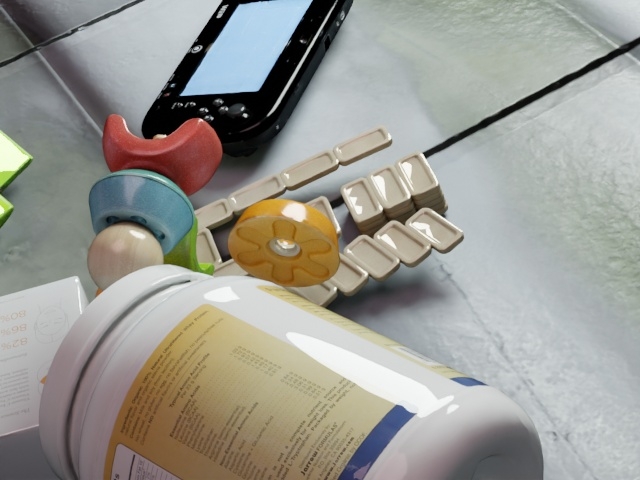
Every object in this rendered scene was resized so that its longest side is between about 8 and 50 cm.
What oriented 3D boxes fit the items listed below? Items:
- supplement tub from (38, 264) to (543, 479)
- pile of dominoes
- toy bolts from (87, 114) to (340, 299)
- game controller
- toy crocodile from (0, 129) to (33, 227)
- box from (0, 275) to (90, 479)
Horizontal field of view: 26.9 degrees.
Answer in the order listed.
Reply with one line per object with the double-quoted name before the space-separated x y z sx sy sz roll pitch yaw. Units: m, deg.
"supplement tub" -0.027 0.159 0.958 0.316 0.228 0.228 24 54 34
"pile of dominoes" 0.000 0.000 1.281 0.251 0.040 0.196 -25 44 0
"toy bolts" -0.109 0.022 1.125 0.218 0.228 0.158 0 51 16
"game controller" -0.076 -0.206 1.484 0.166 0.067 0.319 7 45 21
"toy crocodile" -0.406 0.004 1.329 0.115 0.105 0.340 37 50 -8
"box" -0.251 0.132 1.149 0.130 0.091 0.170 -15 42 -2
